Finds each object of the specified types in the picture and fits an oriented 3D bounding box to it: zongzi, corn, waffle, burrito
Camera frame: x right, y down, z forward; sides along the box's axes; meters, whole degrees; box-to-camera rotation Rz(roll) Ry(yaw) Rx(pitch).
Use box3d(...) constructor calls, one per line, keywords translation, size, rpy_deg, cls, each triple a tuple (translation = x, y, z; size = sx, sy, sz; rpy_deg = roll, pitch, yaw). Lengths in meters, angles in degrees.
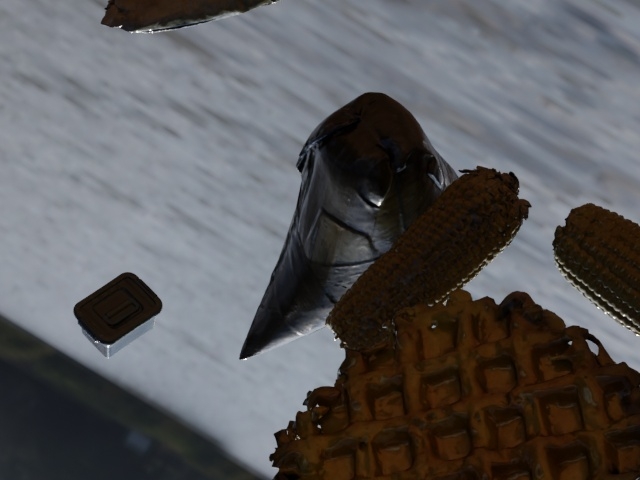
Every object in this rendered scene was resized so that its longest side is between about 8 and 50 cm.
box3d(translation=(0.000, 0.000, 2.451), size=(0.208, 0.432, 0.403), rpy_deg=(52, -178, 21), cls="zongzi")
box3d(translation=(0.141, 0.032, 2.208), size=(0.115, 0.318, 0.115), rpy_deg=(45, -177, -3), cls="corn")
box3d(translation=(0.443, 0.078, 2.143), size=(0.344, 0.131, 0.131), rpy_deg=(32, 173, 16), cls="corn")
box3d(translation=(0.141, 0.226, 1.736), size=(0.379, 0.382, 0.095), rpy_deg=(34, 161, 35), cls="waffle")
box3d(translation=(-0.122, -0.234, 1.666), size=(0.058, 0.188, 0.045), rpy_deg=(-115, 11, -59), cls="burrito")

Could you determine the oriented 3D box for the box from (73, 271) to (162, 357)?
box3d(translation=(-0.251, 0.096, 2.137), size=(0.074, 0.099, 0.054), rpy_deg=(42, 150, 25), cls="box")
